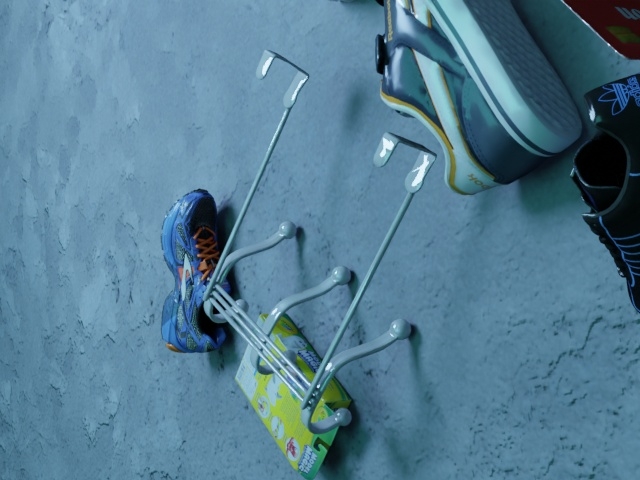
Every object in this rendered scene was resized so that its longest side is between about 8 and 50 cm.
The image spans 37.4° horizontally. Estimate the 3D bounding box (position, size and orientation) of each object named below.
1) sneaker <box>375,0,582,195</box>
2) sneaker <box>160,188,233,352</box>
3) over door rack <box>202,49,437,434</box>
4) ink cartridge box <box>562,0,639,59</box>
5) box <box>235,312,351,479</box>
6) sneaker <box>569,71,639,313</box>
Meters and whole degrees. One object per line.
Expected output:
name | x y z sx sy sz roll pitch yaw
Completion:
sneaker | 0.099 -0.189 0.830 0.127 0.126 0.321 -39 62 40
sneaker | -0.150 0.043 1.223 0.087 0.083 0.221 10 105 39
over door rack | 0.000 0.000 0.981 0.239 0.108 0.324 40 122 44
ink cartridge box | 0.204 -0.202 0.644 0.225 0.181 0.056 55 136 36
box | -0.029 0.177 1.082 0.179 0.043 0.105 51 129 42
sneaker | 0.213 -0.023 0.633 0.232 0.090 0.081 78 -174 -47
